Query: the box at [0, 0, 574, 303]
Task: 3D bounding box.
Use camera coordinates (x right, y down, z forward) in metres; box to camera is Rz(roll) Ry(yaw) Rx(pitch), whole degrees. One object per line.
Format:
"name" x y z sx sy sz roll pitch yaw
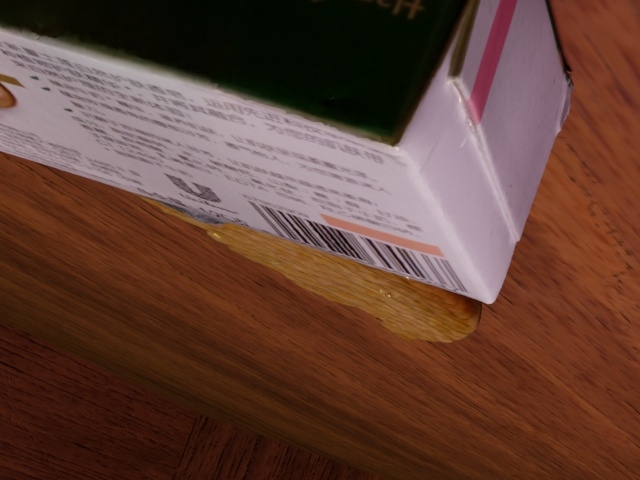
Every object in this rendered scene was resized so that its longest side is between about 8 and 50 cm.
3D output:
"box" -0.039 -0.060 0.408 0.199 0.081 0.135 16 167 19

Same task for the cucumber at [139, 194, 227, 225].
"cucumber" -0.070 -0.052 0.550 0.112 0.064 0.064 27 168 -29

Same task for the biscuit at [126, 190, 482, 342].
"biscuit" 0.000 -0.001 0.738 0.224 0.033 0.144 27 166 -29
